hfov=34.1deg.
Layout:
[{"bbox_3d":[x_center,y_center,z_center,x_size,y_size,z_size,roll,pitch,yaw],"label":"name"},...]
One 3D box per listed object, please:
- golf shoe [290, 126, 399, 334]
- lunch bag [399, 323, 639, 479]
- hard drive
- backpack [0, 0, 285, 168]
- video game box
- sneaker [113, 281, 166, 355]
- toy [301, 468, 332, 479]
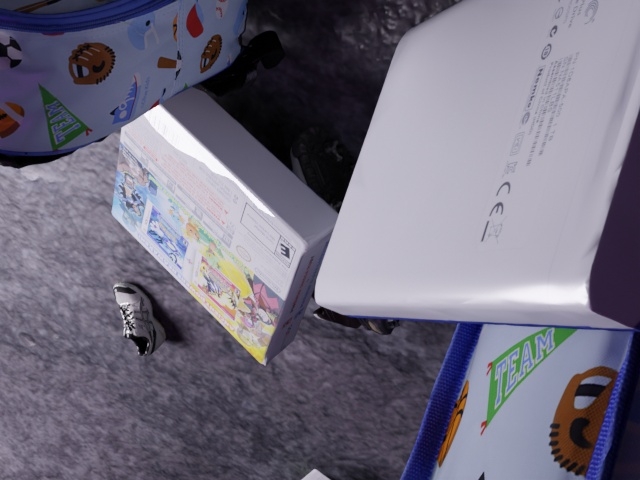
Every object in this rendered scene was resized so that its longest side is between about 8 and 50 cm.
[{"bbox_3d":[0.000,0.000,0.864,0.094,0.077,0.198,-4,123,30],"label":"golf shoe"},{"bbox_3d":[0.254,0.085,0.569,0.328,0.385,0.239,30,158,-13],"label":"lunch bag"},{"bbox_3d":[0.098,-0.057,0.583,0.040,0.210,0.319,22,170,-18],"label":"hard drive"},{"bbox_3d":[-0.188,-0.176,0.686,0.277,0.263,0.213,19,133,14],"label":"backpack"},{"bbox_3d":[-0.086,-0.020,0.856,0.205,0.048,0.187,43,143,16],"label":"video game box"},{"bbox_3d":[-0.187,0.081,1.056,0.032,0.037,0.083,-11,119,36],"label":"sneaker"},{"bbox_3d":[0.066,0.334,1.120,0.237,0.056,0.137,39,138,1],"label":"toy"}]
